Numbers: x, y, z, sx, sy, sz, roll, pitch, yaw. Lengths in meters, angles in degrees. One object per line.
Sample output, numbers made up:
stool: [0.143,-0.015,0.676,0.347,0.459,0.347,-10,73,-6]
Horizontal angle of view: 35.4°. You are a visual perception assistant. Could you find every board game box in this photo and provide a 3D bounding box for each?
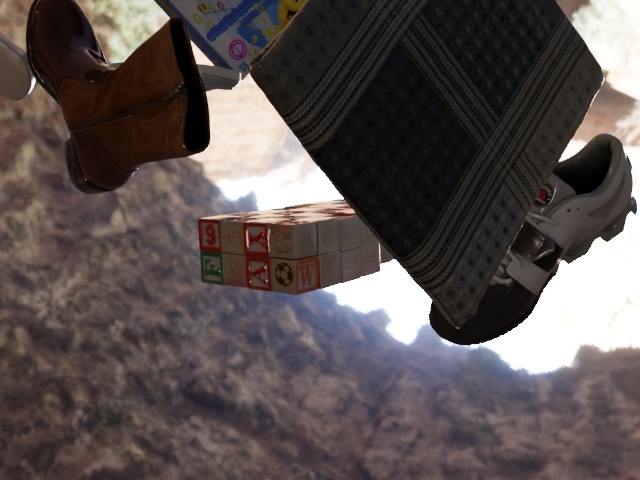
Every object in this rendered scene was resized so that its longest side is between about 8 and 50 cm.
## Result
board game box: [-0.163,-0.515,1.876,0.308,0.302,0.086,45,169,-31]

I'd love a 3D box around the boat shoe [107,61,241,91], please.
boat shoe: [-0.246,-0.251,1.664,0.227,0.081,0.079,0,-176,-10]

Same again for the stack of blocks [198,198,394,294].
stack of blocks: [0.000,0.000,1.372,0.171,0.087,0.297,4,-170,39]

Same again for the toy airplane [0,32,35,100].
toy airplane: [-0.601,-0.323,1.293,0.386,0.384,0.272,0,-139,21]

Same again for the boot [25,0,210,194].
boot: [-0.239,-0.197,1.148,0.096,0.264,0.280,-6,174,-35]

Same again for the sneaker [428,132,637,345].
sneaker: [0.251,-0.014,1.224,0.122,0.330,0.146,37,160,37]

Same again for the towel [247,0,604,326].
towel: [0.109,-0.144,0.888,0.056,0.324,0.312,-2,137,52]
